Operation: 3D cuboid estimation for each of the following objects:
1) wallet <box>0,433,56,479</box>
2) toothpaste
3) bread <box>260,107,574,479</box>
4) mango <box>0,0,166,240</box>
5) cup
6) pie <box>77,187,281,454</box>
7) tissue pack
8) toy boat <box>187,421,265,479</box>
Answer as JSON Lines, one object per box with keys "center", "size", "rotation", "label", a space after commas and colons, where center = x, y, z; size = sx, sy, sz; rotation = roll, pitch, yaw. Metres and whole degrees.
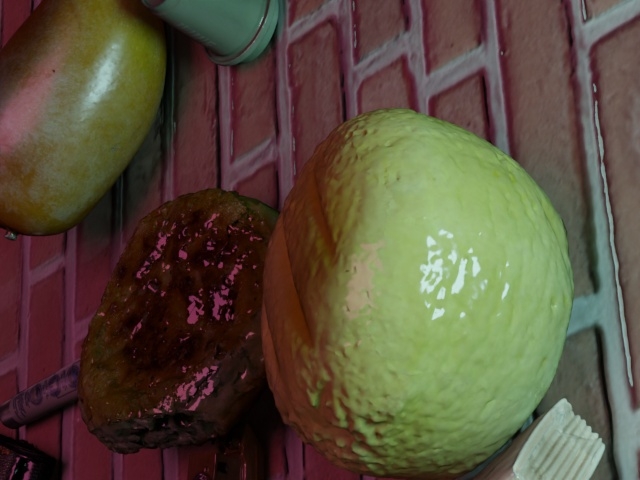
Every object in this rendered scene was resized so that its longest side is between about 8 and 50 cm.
{"center": [-0.427, 0.346, 2.086], "size": [0.262, 0.071, 0.221], "rotation": [7, 82, 58], "label": "wallet"}
{"center": [-0.305, 0.175, 2.027], "size": [0.239, 0.039, 0.062], "rotation": [-28, 59, 39], "label": "toothpaste"}
{"center": [0.067, 0.043, 1.469], "size": [0.320, 0.237, 0.320], "rotation": [-43, 32, 36], "label": "bread"}
{"center": [-0.302, -0.179, 2.034], "size": [0.221, 0.199, 0.384], "rotation": [20, 90, 51], "label": "mango"}
{"center": [-0.130, -0.270, 1.912], "size": [0.120, 0.141, 0.120], "rotation": [-26, 55, 43], "label": "cup"}
{"center": [-0.143, 0.082, 1.796], "size": [0.355, 0.103, 0.288], "rotation": [-12, 53, 45], "label": "pie"}
{"center": [0.096, 0.279, 1.407], "size": [0.071, 0.170, 0.325], "rotation": [46, 116, 7], "label": "tissue pack"}
{"center": [-0.099, 0.282, 1.705], "size": [0.057, 0.077, 0.200], "rotation": [-17, 63, 45], "label": "toy boat"}
